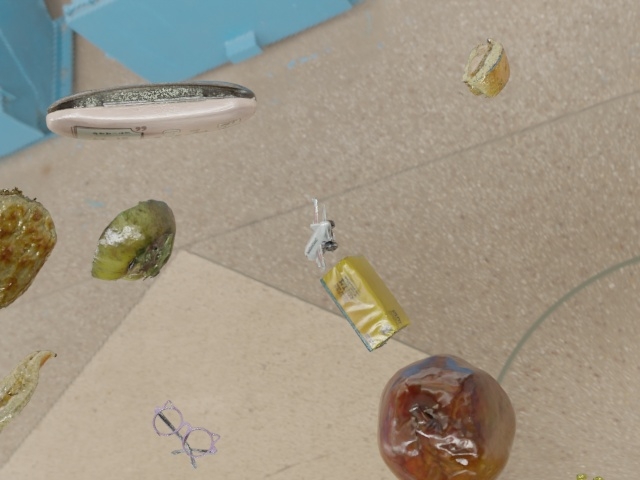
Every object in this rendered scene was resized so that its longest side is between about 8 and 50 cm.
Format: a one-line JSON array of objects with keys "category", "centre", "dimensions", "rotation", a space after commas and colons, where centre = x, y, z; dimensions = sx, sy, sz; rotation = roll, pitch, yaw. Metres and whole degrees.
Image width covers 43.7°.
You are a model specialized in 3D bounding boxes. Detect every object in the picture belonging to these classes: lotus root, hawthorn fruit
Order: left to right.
[{"category": "lotus root", "centre": [-0.340, 0.020, 1.520], "dimensions": [0.078, 0.183, 0.203], "rotation": [43, 136, 20]}, {"category": "hawthorn fruit", "centre": [0.259, 0.382, 1.626], "dimensions": [0.308, 0.325, 0.308], "rotation": [0, 89, -9]}]

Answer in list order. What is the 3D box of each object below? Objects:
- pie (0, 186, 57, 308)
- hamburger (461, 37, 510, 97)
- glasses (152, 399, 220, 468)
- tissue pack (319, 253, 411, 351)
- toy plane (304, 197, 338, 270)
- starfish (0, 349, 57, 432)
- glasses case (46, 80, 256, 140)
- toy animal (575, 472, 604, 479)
[{"category": "pie", "centre": [-0.442, 0.018, 1.046], "dimensions": [0.079, 0.193, 0.163], "rotation": [18, 122, 46]}, {"category": "hamburger", "centre": [0.380, -0.366, 1.757], "dimensions": [0.087, 0.102, 0.176], "rotation": [-22, 31, 34]}, {"category": "glasses", "centre": [-0.241, 0.363, 1.447], "dimensions": [0.140, 0.104, 0.062], "rotation": [28, 61, 19]}, {"category": "tissue pack", "centre": [0.088, 0.115, 1.503], "dimensions": [0.082, 0.120, 0.169], "rotation": [-39, 78, 16]}, {"category": "toy plane", "centre": [0.000, 0.000, 1.665], "dimensions": [0.065, 0.171, 0.162], "rotation": [-5, 64, -5]}, {"category": "starfish", "centre": [-0.291, 0.159, 0.621], "dimensions": [0.138, 0.050, 0.247], "rotation": [5, 71, -2]}, {"category": "glasses case", "centre": [-0.252, -0.196, 1.211], "dimensions": [0.314, 0.122, 0.075], "rotation": [-7, 87, -15]}, {"category": "toy animal", "centre": [0.444, 0.505, 1.428], "dimensions": [0.181, 0.073, 0.136], "rotation": [-30, 46, 28]}]
